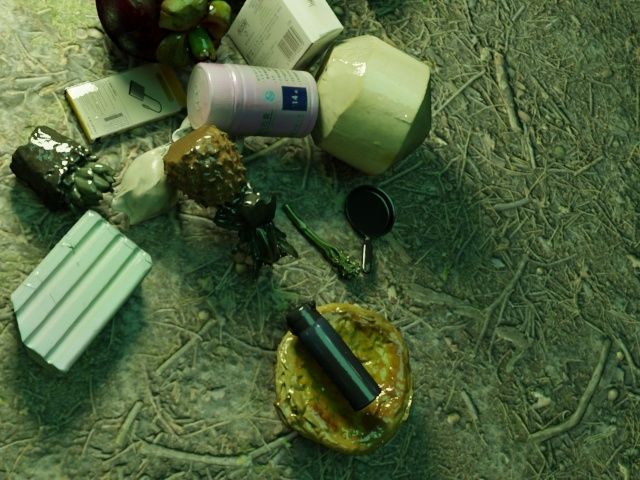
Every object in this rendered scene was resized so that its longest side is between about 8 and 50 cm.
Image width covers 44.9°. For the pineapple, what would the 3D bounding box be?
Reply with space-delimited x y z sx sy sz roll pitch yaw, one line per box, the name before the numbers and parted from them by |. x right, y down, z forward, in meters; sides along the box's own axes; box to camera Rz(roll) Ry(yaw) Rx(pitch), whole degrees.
pineapple | -0.168 -0.071 1.620 0.365 0.165 0.166 52 58 -24

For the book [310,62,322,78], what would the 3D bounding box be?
book | 0.081 -0.323 1.958 0.289 0.026 0.201 46 61 -6

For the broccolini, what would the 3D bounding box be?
broccolini | 0.000 0.000 1.809 0.239 0.051 0.054 44 78 0

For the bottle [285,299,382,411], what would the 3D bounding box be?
bottle | 0.023 0.235 1.585 0.244 0.082 0.072 53 17 2

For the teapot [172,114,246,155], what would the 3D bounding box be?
teapot | -0.237 -0.230 1.742 0.226 0.092 0.145 -18 85 -31

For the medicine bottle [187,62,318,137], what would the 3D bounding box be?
medicine bottle | -0.148 -0.302 1.681 0.253 0.152 0.152 -2 74 -29

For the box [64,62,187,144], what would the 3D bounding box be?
box | -0.423 -0.310 1.713 0.247 0.033 0.129 -25 84 -30

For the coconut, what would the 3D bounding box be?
coconut | 0.123 -0.312 1.798 0.322 0.323 0.323 8 70 -23

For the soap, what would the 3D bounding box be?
soap | -0.479 0.102 1.515 0.172 0.095 0.290 40 62 -10

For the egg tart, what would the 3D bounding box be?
egg tart | 0.044 0.297 1.680 0.340 0.129 0.342 7 70 -21

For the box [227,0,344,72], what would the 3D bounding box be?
box | -0.087 -0.488 1.801 0.111 0.260 0.195 -34 90 -29

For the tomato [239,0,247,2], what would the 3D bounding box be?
tomato | -0.152 -0.731 1.818 0.325 0.290 0.293 -39 84 2

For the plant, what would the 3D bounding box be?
plant | -0.516 -0.133 1.558 0.194 0.129 0.132 35 64 -7

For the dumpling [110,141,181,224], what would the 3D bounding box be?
dumpling | -0.356 -0.112 1.637 0.118 0.136 0.199 28 61 34

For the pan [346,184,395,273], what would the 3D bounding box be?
pan | 0.114 -0.026 1.875 0.136 0.028 0.235 17 64 -19

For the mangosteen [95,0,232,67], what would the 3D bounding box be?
mangosteen | -0.336 -0.507 1.674 0.300 0.300 0.301 8 70 -23
